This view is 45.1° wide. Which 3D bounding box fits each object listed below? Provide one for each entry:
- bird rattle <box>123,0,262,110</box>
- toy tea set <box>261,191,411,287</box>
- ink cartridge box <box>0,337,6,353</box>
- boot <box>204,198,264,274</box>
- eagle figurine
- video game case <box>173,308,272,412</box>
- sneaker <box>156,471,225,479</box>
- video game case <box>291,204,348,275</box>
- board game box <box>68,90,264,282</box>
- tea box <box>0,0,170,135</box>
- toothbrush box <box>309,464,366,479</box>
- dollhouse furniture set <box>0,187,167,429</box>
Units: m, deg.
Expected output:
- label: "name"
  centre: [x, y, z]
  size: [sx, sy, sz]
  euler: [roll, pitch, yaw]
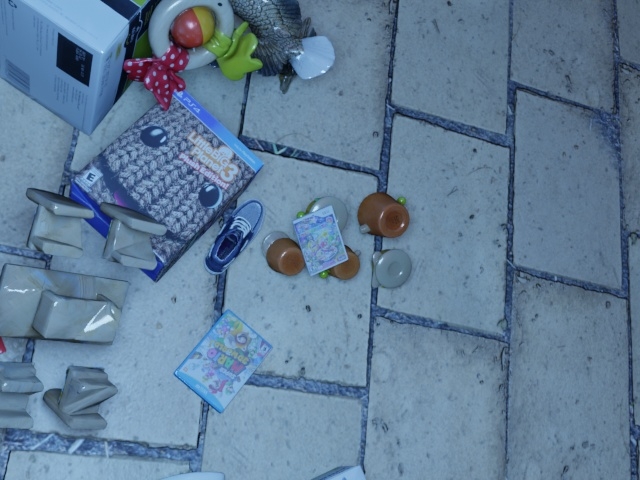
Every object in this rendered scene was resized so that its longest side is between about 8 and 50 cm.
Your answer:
- label: "bird rattle"
  centre: [-0.244, -0.371, 1.417]
  size: [0.254, 0.207, 0.143]
  euler: [-16, 50, -15]
- label: "toy tea set"
  centre: [0.039, -0.009, 1.630]
  size: [0.336, 0.124, 0.200]
  euler: [4, 102, -23]
- label: "ink cartridge box"
  centre: [-0.718, 0.102, 1.312]
  size: [0.261, 0.066, 0.296]
  euler: [-21, 82, -24]
- label: "boot"
  centre: [-0.162, -0.016, 1.548]
  size: [0.069, 0.086, 0.190]
  euler: [33, 65, -8]
- label: "eagle figurine"
  centre: [-0.137, -0.432, 1.616]
  size: [0.298, 0.225, 0.226]
  euler: [29, 33, -48]
- label: "video game case"
  centre: [-0.187, 0.233, 1.499]
  size: [0.119, 0.015, 0.166]
  euler: [41, 64, -5]
- label: "sneaker"
  centre: [-0.278, 0.494, 1.336]
  size: [0.256, 0.094, 0.151]
  euler: [-13, 72, -14]
- label: "video game case"
  centre: [0.000, 0.000, 1.540]
  size: [0.087, 0.011, 0.122]
  euler: [-23, 110, -15]
- label: "board game box"
  centre: [-0.298, -0.110, 1.496]
  size: [0.232, 0.141, 0.291]
  euler: [42, 64, -4]
- label: "tea box"
  centre: [-0.420, -0.435, 1.450]
  size: [0.220, 0.329, 0.323]
  euler: [35, 63, -7]
- label: "toothbrush box"
  centre: [0.021, 0.585, 1.406]
  size: [0.206, 0.122, 0.283]
  euler: [-19, 82, -25]
- label: "dollhouse furniture set"
  centre: [-0.517, 0.085, 1.255]
  size: [0.394, 0.256, 0.362]
  euler: [13, 96, -43]
